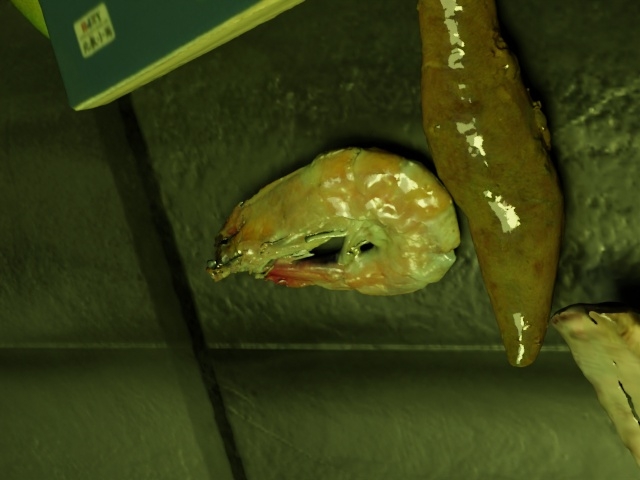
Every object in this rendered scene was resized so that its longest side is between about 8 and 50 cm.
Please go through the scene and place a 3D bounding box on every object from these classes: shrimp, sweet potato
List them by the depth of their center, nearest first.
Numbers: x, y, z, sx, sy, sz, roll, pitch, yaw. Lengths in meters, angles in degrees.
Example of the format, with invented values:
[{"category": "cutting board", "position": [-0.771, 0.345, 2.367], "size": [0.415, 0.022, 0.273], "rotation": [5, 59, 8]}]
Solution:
[{"category": "sweet potato", "position": [0.087, -0.065, 0.787], "size": [0.067, 0.067, 0.274], "rotation": [-2, 108, 34]}, {"category": "shrimp", "position": [0.000, 0.000, 0.892], "size": [0.190, 0.042, 0.101], "rotation": [-17, 112, 37]}]

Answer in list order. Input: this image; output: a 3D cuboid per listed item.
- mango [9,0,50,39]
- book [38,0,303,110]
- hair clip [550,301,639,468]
[{"category": "mango", "position": [-0.146, -0.177, 0.862], "size": [0.191, 0.085, 0.122], "rotation": [34, 139, 16]}, {"category": "book", "position": [-0.098, -0.302, 0.690], "size": [0.300, 0.039, 0.428], "rotation": [-17, 89, 52]}, {"category": "hair clip", "position": [0.212, 0.158, 0.811], "size": [0.173, 0.069, 0.300], "rotation": [-9, 107, 51]}]
